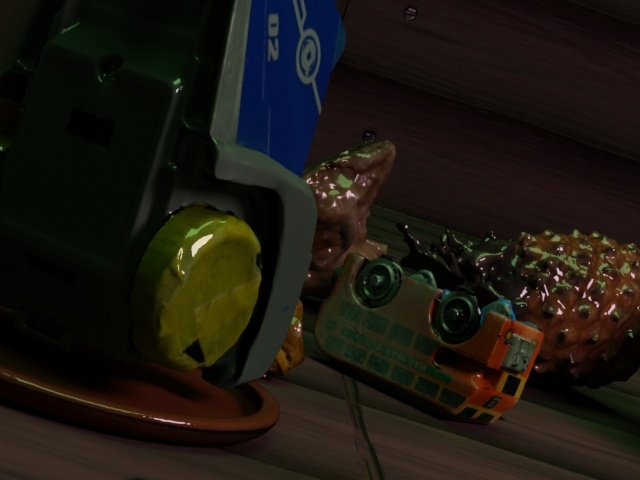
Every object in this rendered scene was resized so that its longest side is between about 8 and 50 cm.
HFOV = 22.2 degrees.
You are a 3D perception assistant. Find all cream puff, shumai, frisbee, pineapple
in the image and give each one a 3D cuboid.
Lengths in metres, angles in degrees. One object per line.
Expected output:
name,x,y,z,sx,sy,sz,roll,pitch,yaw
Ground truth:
cream puff,-0.044,0.068,1.183,0.083,0.083,0.058,8,-45,51
shumai,0.000,0.000,1.573,0.153,0.210,0.161,62,-8,-10
frisbee,-0.145,0.072,0.984,0.251,0.021,0.251,19,6,-2
pineapple,0.156,0.052,1.501,0.341,0.169,0.169,9,10,-34

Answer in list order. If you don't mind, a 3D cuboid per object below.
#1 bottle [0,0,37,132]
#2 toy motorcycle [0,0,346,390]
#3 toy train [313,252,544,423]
bottle,-0.247,-0.083,1.062,0.148,0.236,0.147,24,9,-4
toy motorcycle,-0.076,-0.087,0.995,0.191,0.326,0.200,22,5,32
toy train,0.080,0.074,1.286,0.188,0.099,0.072,21,4,38
